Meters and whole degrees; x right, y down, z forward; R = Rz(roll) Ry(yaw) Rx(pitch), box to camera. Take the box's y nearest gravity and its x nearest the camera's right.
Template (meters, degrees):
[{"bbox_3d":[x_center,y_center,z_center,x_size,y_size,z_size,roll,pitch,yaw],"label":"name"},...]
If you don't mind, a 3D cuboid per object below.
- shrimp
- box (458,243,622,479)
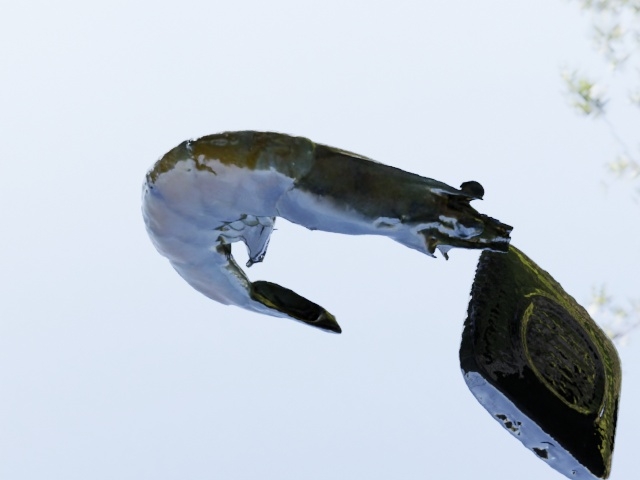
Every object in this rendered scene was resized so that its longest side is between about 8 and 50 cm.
[{"bbox_3d":[0.000,0.000,0.752,0.217,0.150,0.051,11,-136,-4],"label":"shrimp"},{"bbox_3d":[0.207,0.107,1.153,0.212,0.042,0.201,43,-141,-21],"label":"box"}]
